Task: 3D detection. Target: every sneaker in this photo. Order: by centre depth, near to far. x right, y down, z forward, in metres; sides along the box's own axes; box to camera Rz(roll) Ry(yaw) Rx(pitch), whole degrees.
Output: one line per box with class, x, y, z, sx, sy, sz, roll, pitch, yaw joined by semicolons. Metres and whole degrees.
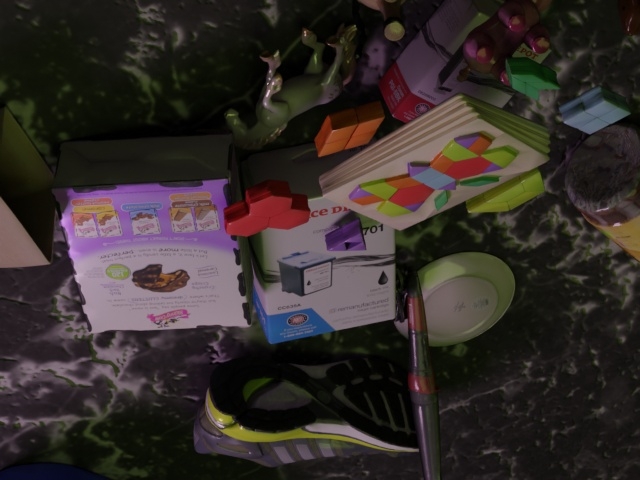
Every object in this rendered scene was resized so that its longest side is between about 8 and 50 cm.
sneaker;-0.008;0.196;1.859;0.300;0.111;0.121;10;146;-27

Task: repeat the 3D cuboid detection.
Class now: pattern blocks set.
pattern blocks set;0.099;-0.065;1.497;0.285;0.026;0.325;9;149;-40

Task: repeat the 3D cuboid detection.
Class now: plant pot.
plant pot;-0.308;-0.038;1.528;0.096;0.109;0.109;-15;136;13

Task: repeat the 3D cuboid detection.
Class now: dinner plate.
dinner plate;0.148;0.070;1.842;0.141;0.017;0.141;-11;134;-11

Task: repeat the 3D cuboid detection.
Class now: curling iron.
curling iron;0.108;0.149;1.804;0.035;0.068;0.274;-14;108;-7

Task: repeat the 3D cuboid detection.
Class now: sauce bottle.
sauce bottle;0.394;0.000;1.796;0.111;0.111;0.344;-40;130;18

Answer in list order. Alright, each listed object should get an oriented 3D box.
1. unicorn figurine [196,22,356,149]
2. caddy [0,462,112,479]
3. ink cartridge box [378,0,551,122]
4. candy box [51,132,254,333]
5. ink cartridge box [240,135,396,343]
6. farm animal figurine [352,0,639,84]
unicorn figurine;-0.032;-0.137;1.554;0.161;0.060;0.111;-16;145;-12
caddy;-0.278;0.403;1.886;0.341;0.179;0.241;27;117;-36
ink cartridge box;0.136;-0.165;1.592;0.099;0.056;0.135;21;122;-32
candy box;-0.155;-0.004;1.604;0.164;0.070;0.196;-3;134;4
ink cartridge box;0.000;0.000;1.680;0.139;0.082;0.191;-12;135;-9
farm animal figurine;0.195;-0.303;1.424;0.330;0.172;0.327;3;118;-12
